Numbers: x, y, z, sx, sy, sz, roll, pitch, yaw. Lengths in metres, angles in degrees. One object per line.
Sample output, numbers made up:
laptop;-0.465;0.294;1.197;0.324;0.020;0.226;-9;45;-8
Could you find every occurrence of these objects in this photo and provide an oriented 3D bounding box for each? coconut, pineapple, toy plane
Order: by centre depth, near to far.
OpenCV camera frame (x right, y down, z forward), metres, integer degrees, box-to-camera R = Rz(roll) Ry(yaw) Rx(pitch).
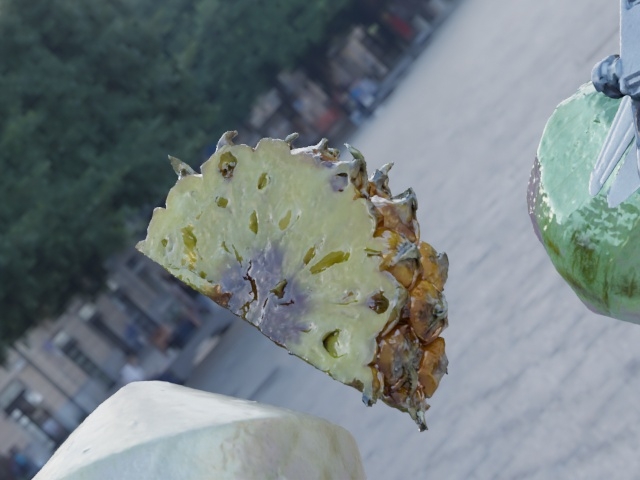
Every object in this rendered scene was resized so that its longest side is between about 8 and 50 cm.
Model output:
pineapple;0.000;0.000;0.961;0.135;0.233;0.079;-55;-33;-3
toy plane;0.239;-0.165;1.099;0.212;0.088;0.267;-23;64;57
coconut;0.272;-0.027;1.335;0.204;0.236;0.236;-46;2;-41
coconut;-0.114;0.317;1.521;0.344;0.416;0.415;-9;-10;-19
